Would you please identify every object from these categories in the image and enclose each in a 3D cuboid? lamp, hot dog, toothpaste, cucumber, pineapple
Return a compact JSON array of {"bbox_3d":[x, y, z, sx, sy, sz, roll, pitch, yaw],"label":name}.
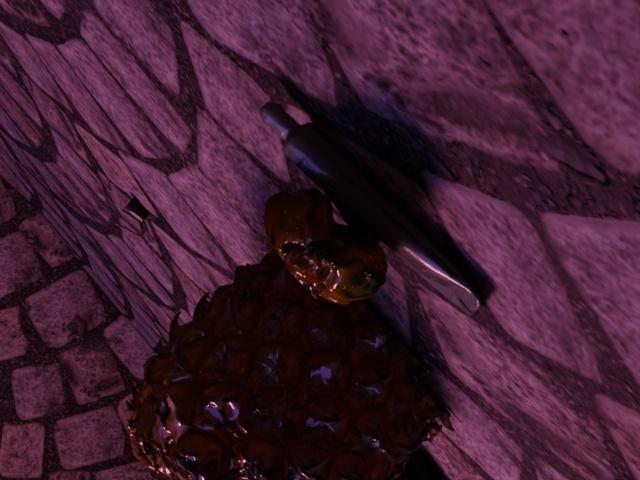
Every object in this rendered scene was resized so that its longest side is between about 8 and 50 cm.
[{"bbox_3d":[-0.325,-0.038,1.980,0.054,0.041,0.121,41,162,-6],"label":"lamp"},{"bbox_3d":[0.000,0.000,0.973,0.115,0.072,0.269,49,-178,-2],"label":"hot dog"},{"bbox_3d":[0.042,-0.028,0.956,0.255,0.037,0.067,44,170,9],"label":"toothpaste"},{"bbox_3d":[0.126,0.333,1.565,0.115,0.062,0.116,57,170,-22],"label":"cucumber"},{"bbox_3d":[-0.050,0.201,1.310,0.352,0.300,0.352,38,162,15],"label":"pineapple"}]
